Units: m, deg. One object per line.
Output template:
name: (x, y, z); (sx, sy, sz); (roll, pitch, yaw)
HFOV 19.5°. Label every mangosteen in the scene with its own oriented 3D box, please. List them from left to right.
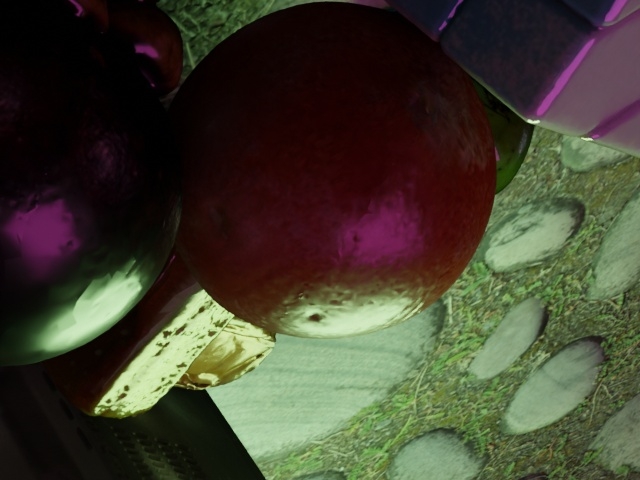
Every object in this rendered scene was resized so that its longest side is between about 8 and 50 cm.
mangosteen: (-0.227, -0.078, 1.336); (0.347, 0.307, 0.307); (-63, 155, -18)

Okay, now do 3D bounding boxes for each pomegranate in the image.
pomegranate: (0.144, -0.135, 1.772); (0.191, 0.152, 0.131); (-57, 167, 7)

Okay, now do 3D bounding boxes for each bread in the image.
bread: (-0.158, 0.021, 1.630); (0.234, 0.184, 0.110); (-50, 144, 18)
bread: (-0.134, 0.068, 1.799); (0.132, 0.114, 0.190); (-38, 143, 22)

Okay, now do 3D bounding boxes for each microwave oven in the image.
microwave oven: (-0.303, 0.321, 1.845); (0.432, 0.236, 0.374); (-45, 148, 12)

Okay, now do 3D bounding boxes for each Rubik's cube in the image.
Rubik's cube: (0.218, -0.274, 1.442); (0.319, 0.316, 0.322); (10, 119, -54)

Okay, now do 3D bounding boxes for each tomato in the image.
tomato: (0.011, -0.055, 1.438); (0.265, 0.265, 0.265); (-26, 148, -18)

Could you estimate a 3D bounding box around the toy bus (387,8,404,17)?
toy bus: (0.068, -0.189, 1.714); (0.083, 0.046, 0.038); (-18, 145, -25)
